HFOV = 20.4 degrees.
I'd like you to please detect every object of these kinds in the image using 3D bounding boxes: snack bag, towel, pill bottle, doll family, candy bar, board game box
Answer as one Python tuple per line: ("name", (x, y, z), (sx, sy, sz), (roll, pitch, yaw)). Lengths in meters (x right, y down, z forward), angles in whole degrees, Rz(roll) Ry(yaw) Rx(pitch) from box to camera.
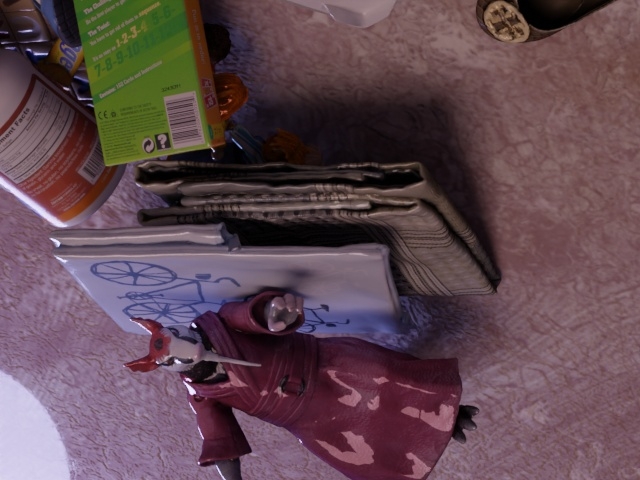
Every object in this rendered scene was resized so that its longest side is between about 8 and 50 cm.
("snack bag", (-0.079, 0.045, 1.840), (0.342, 0.037, 0.323), (0, 162, 8))
("towel", (0.000, 0.000, 1.794), (0.312, 0.056, 0.324), (2, 160, 21))
("pill bottle", (-0.310, -0.118, 1.807), (0.121, 0.121, 0.216), (-20, 133, 37))
("doll family", (-0.099, -0.100, 1.773), (0.163, 0.118, 0.263), (-15, 128, 36))
("candy bar", (-0.238, -0.214, 1.781), (0.040, 0.018, 0.161), (30, 133, -12))
("board game box", (-0.171, -0.207, 1.673), (0.124, 0.039, 0.259), (-8, 97, 29))

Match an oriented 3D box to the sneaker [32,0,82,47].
("sneaker", (-0.267, -0.254, 1.725), (0.059, 0.053, 0.144), (-5, 115, 48))

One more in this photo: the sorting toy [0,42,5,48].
("sorting toy", (-0.438, -0.183, 1.874), (0.229, 0.041, 0.307), (-14, 127, 33))

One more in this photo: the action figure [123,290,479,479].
("action figure", (-0.029, 0.132, 1.864), (0.370, 0.276, 0.248), (21, 111, -16))

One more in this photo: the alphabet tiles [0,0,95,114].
("alphabet tiles", (-0.319, -0.177, 1.870), (0.198, 0.009, 0.237), (0, 134, 23))

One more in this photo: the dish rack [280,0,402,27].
("dish rack", (0.024, -0.263, 1.456), (0.285, 0.072, 0.333), (-24, 159, 38))

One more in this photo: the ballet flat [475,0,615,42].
("ballet flat", (0.235, -0.230, 1.547), (0.250, 0.058, 0.084), (-21, 122, 37))
